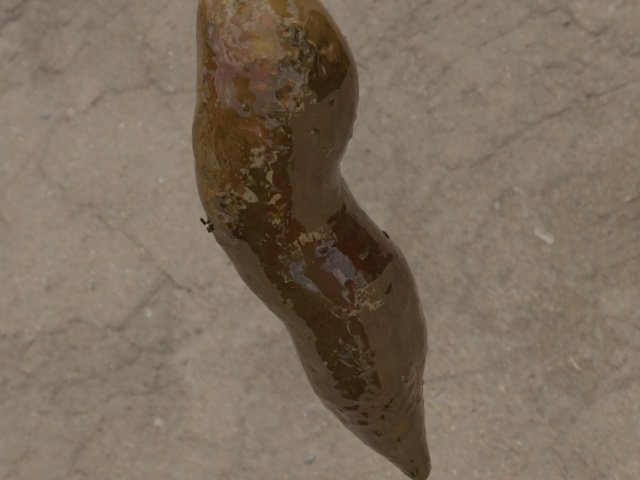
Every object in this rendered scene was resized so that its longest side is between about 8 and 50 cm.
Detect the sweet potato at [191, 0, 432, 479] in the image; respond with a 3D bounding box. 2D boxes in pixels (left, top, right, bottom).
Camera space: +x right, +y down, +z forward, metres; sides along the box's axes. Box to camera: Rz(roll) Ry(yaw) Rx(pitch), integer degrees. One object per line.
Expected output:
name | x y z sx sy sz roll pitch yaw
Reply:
sweet potato | -0.003 0.000 0.392 0.065 0.218 0.051 -9 26 19
